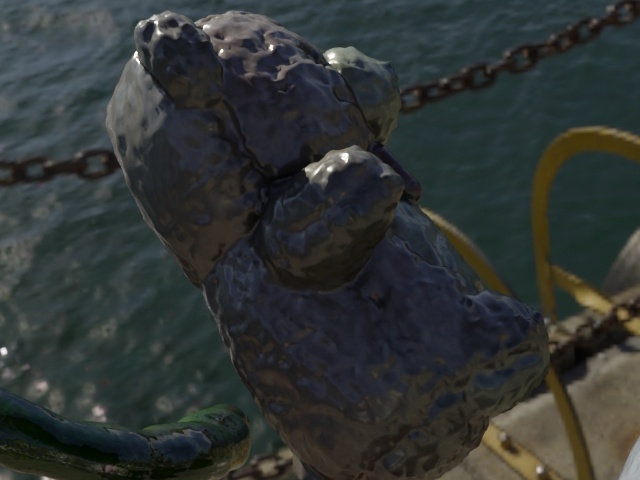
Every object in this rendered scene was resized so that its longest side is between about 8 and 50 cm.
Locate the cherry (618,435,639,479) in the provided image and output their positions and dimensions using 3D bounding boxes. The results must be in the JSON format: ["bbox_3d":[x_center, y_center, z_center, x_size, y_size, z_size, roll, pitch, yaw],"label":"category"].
[{"bbox_3d":[0.319,0.218,0.865,0.218,0.255,0.296,29,25,20],"label":"cherry"}]

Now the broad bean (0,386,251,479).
[{"bbox_3d":[-0.144,0.128,0.826,0.292,0.049,0.144,19,15,-36],"label":"broad bean"}]

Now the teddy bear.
[{"bbox_3d":[0.000,0.001,0.620,0.151,0.236,0.267,-27,77,-5],"label":"teddy bear"}]
